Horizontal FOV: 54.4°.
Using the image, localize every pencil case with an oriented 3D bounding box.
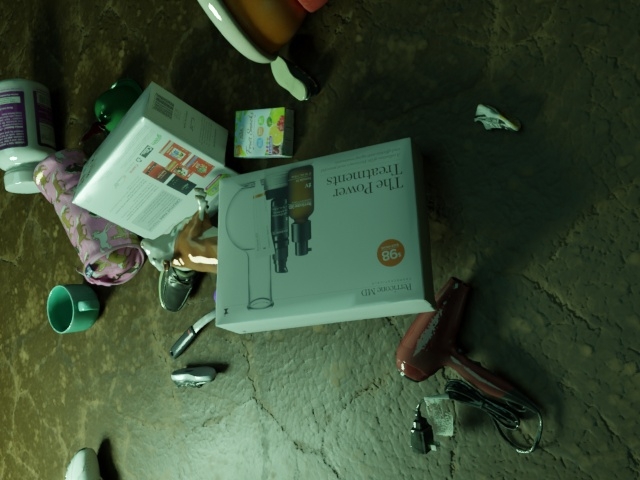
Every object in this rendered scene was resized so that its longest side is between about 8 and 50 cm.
[{"bbox_3d":[-0.604,-0.065,1.617,0.386,0.167,0.160,54,154,25],"label":"pencil case"}]

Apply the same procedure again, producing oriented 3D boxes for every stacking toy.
[{"bbox_3d":[-0.009,-0.580,1.121,0.479,0.350,0.351,-26,74,16],"label":"stacking toy"}]

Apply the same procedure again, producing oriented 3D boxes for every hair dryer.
[{"bbox_3d":[0.237,0.207,1.040,0.223,0.080,0.294,-12,88,21],"label":"hair dryer"}]

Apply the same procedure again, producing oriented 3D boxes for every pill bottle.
[{"bbox_3d":[-0.858,-0.296,1.801,0.169,0.169,0.302,-15,80,36],"label":"pill bottle"}]

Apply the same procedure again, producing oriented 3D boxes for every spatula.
[{"bbox_3d":[-0.274,0.193,1.439,0.296,0.030,0.084,-43,64,30],"label":"spatula"}]

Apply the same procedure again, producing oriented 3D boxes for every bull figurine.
[{"bbox_3d":[-0.224,0.001,1.314,0.310,0.101,0.189,14,107,10],"label":"bull figurine"}]

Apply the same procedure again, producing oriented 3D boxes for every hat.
[{"bbox_3d":[-0.561,-0.336,1.564,0.208,0.183,0.173,22,102,35],"label":"hat"}]

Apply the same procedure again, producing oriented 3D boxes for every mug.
[{"bbox_3d":[-0.655,0.188,1.688,0.157,0.097,0.130,29,106,33],"label":"mug"}]

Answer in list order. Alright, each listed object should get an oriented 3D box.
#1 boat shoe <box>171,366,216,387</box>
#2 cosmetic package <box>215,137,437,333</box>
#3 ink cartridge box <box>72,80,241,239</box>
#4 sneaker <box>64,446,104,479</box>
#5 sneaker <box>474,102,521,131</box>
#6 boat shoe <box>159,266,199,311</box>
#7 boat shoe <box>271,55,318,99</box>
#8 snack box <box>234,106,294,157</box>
[{"bbox_3d":[-0.290,0.321,1.445,0.142,0.049,0.040,-9,103,39],"label":"boat shoe"},{"bbox_3d":[0.000,0.000,1.093,0.376,0.097,0.285,-10,71,21],"label":"cosmetic package"},{"bbox_3d":[-0.356,-0.151,1.412,0.309,0.271,0.130,-38,37,31],"label":"ink cartridge box"},{"bbox_3d":[-0.587,0.695,1.647,0.129,0.111,0.298,-14,85,21],"label":"sneaker"},{"bbox_3d":[0.288,-0.192,1.015,0.083,0.031,0.037,41,127,35],"label":"sneaker"},{"bbox_3d":[-0.319,0.066,1.432,0.073,0.080,0.224,-135,63,-69],"label":"boat shoe"},{"bbox_3d":[-0.055,-0.332,1.269,0.133,0.042,0.049,49,137,27],"label":"boat shoe"},{"bbox_3d":[-0.121,-0.226,1.319,0.141,0.037,0.100,5,92,38],"label":"snack box"}]
